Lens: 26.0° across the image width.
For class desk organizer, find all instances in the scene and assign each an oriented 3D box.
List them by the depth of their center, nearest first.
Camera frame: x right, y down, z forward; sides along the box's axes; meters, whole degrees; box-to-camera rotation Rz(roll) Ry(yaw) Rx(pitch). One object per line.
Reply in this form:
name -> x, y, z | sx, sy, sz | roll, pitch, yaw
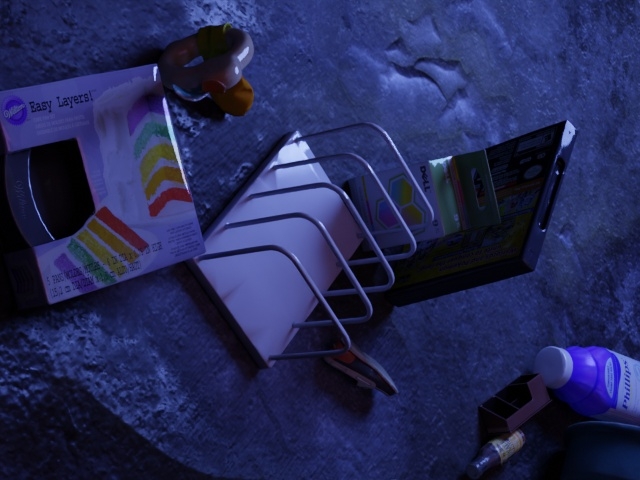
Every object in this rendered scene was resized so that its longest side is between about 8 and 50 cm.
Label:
desk organizer -> 0.308, 0.258, 2.189 | 0.130, 0.047, 0.050 | -27, 100, -47

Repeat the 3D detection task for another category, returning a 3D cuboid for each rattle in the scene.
rattle -> -0.130, -0.175, 1.709 | 0.130, 0.200, 0.143 | -7, 122, -13

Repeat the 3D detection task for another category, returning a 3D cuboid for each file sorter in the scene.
file sorter -> 0.000, 0.000, 1.809 | 0.193, 0.173, 0.278 | 57, 47, -24

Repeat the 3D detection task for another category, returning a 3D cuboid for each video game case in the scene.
video game case -> 0.229, -0.035, 1.988 | 0.035, 0.275, 0.248 | 39, 56, -26

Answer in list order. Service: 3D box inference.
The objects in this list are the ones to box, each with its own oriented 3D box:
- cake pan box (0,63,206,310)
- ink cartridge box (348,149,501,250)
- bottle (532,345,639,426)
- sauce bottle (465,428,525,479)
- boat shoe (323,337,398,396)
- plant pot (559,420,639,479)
cake pan box -> -0.272, -0.067, 1.606 | 0.267, 0.070, 0.246 | -17, 94, -47
ink cartridge box -> 0.143, -0.055, 1.945 | 0.062, 0.209, 0.109 | -14, 93, -47
bottle -> 0.463, 0.238, 2.326 | 0.282, 0.092, 0.118 | 22, 63, -43
sauce bottle -> 0.269, 0.330, 2.137 | 0.128, 0.042, 0.042 | -31, 106, -46
boat shoe -> 0.058, 0.183, 1.936 | 0.043, 0.049, 0.137 | -44, 128, 5
plant pot -> 0.492, 0.506, 2.158 | 0.341, 0.341, 0.334 | 40, 63, -35
